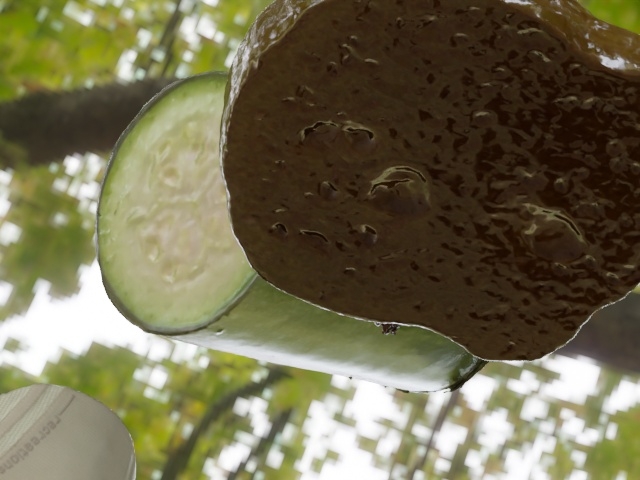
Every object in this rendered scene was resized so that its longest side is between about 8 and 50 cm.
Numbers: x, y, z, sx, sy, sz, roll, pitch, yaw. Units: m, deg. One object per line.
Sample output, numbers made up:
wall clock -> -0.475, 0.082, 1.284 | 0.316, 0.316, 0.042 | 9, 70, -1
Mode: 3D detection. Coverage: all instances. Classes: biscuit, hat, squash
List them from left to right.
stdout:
hat -> -0.179, 0.226, 1.460 | 0.164, 0.226, 0.219 | 2, -41, 48
squash -> 0.000, 0.000, 1.944 | 0.263, 0.263, 0.384 | -9, -18, 40
biscuit -> 0.071, -0.046, 1.069 | 0.257, 0.049, 0.273 | 18, -40, -7

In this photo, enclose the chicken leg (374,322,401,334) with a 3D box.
chicken leg -> 0.050, 0.039, 1.577 | 0.021, 0.083, 0.036 | -25, -35, 29
